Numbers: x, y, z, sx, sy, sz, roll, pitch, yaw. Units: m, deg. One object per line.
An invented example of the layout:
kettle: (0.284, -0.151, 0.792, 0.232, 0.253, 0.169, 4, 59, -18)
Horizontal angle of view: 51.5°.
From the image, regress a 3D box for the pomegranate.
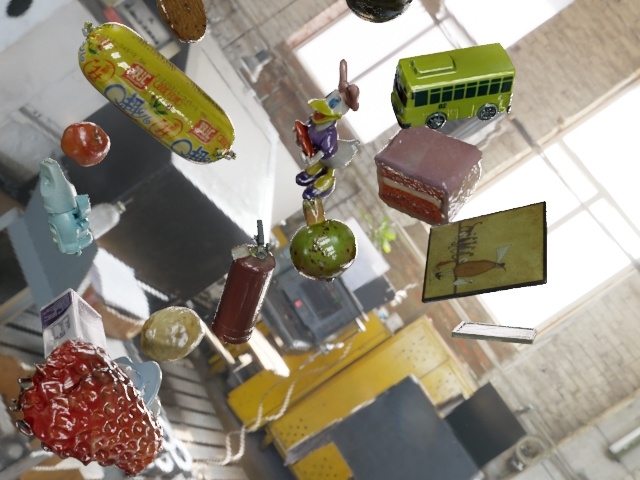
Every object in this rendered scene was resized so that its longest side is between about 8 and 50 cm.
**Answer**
pomegranate: (0.000, 0.000, 1.548, 0.159, 0.159, 0.205, -102, 178, -84)

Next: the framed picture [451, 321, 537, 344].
framed picture: (0.459, 0.240, 1.739, 0.150, 0.203, 0.015, -11, 103, -66)

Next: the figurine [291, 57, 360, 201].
figurine: (0.025, -0.291, 1.867, 0.421, 0.193, 0.154, 92, -17, -51)

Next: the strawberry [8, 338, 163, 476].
strawberry: (-0.400, 0.294, 1.198, 0.280, 0.150, 0.253, 44, 7, 6)

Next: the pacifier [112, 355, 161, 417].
pacifier: (-0.569, 0.478, 1.971, 0.299, 0.244, 0.233, 1, -34, 38)

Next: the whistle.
whistle: (-0.623, -0.073, 1.609, 0.186, 0.093, 0.274, 28, -45, 34)

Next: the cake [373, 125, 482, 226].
cake: (0.359, -0.220, 2.218, 0.308, 0.230, 0.237, 30, -27, 29)

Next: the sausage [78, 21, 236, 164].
sausage: (-0.281, -0.250, 1.174, 0.347, 0.123, 0.123, 40, 9, -28)

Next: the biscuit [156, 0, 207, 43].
biscuit: (-0.419, -0.698, 1.997, 0.212, 0.036, 0.212, 25, 60, -54)

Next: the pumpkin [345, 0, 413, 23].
pumpkin: (0.162, -0.716, 1.694, 0.192, 0.321, 0.320, 12, 4, -1)

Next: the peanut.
peanut: (-0.372, 0.235, 1.676, 0.109, 0.159, 0.141, 81, 6, -72)

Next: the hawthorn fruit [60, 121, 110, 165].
hawthorn fruit: (-0.624, -0.259, 1.769, 0.128, 0.128, 0.128, 55, 2, -3)

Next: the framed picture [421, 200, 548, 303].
framed picture: (0.429, 0.032, 1.746, 0.014, 0.338, 0.255, 45, 46, -39)

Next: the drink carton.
drink carton: (-0.628, 0.245, 1.698, 0.134, 0.101, 0.222, 59, -5, -38)

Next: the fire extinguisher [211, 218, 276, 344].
fire extinguisher: (-0.160, 0.091, 1.425, 0.104, 0.269, 0.105, 15, 30, -9)

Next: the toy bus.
toy bus: (0.296, -0.354, 1.510, 0.150, 0.262, 0.128, 85, -6, -53)
